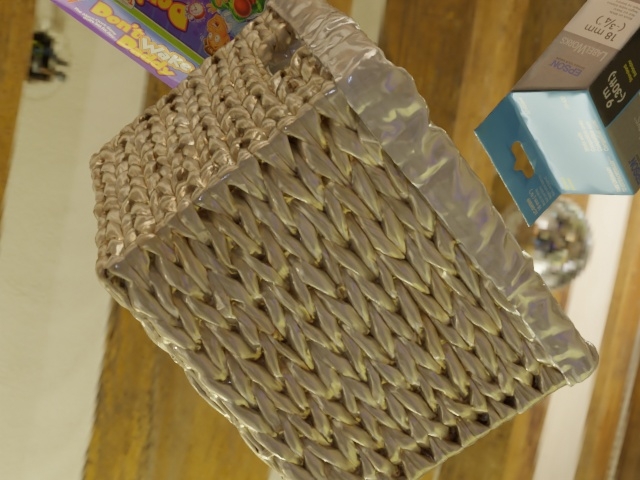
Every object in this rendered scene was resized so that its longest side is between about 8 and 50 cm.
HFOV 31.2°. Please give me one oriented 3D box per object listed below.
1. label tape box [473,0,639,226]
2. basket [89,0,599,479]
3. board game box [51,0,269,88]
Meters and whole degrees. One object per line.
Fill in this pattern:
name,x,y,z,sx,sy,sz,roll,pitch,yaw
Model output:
label tape box,0.382,-0.182,1.520,0.333,0.106,0.240,-49,-42,-8
basket,0.000,0.000,0.969,0.266,0.328,0.331,-36,-66,4
board game box,-0.198,-0.341,1.471,0.347,0.078,0.233,34,-124,-32
